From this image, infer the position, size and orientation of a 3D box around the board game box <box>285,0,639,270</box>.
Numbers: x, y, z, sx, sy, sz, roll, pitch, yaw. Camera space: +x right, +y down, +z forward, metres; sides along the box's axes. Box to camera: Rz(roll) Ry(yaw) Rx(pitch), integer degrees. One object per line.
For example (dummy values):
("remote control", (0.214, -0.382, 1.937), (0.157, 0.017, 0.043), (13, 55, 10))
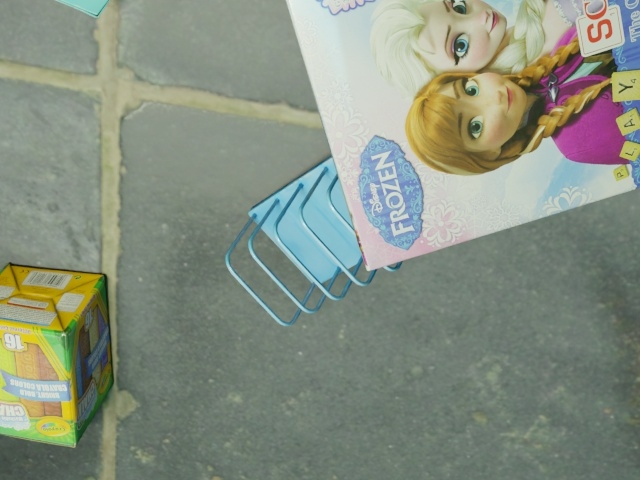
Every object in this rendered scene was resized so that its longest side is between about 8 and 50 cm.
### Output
("board game box", (0.146, -0.163, 0.881), (0.317, 0.066, 0.319), (-18, 116, 2))

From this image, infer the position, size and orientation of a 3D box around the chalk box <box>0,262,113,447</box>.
("chalk box", (-0.335, 0.155, 1.217), (0.132, 0.132, 0.213), (6, 119, 8))

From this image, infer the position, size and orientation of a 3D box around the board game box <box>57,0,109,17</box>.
("board game box", (-0.214, -0.375, 0.863), (0.253, 0.079, 0.336), (15, 130, -46))

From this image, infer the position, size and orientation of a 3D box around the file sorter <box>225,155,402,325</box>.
("file sorter", (0.000, 0.000, 1.068), (0.170, 0.104, 0.118), (-30, 109, 38))
